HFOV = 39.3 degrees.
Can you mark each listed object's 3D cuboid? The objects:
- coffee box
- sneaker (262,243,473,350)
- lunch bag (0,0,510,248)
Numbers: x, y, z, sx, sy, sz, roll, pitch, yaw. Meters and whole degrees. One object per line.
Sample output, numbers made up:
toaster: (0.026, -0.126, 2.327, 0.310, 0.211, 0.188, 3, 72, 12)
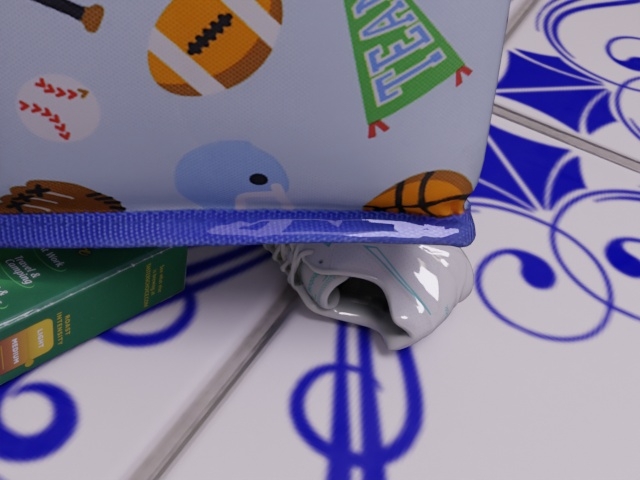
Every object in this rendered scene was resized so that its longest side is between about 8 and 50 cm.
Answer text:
coffee box: (-0.163, 0.017, 0.400, 0.113, 0.040, 0.184, 36, 46, 28)
sneaker: (0.000, 0.000, 0.453, 0.152, 0.054, 0.061, 28, 46, 17)
lunch bag: (-0.118, -0.171, 0.347, 0.385, 0.328, 0.239, 2, 31, -5)
